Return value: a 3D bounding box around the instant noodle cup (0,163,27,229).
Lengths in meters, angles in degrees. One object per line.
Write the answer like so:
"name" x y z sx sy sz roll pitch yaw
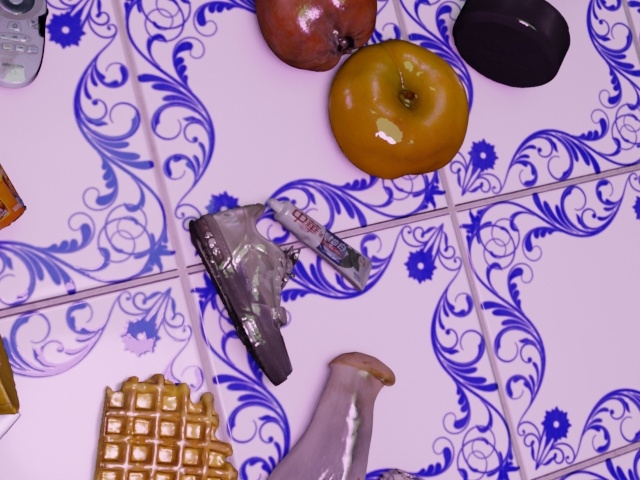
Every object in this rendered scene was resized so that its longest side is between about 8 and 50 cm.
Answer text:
"instant noodle cup" -0.532 -0.064 1.330 0.230 0.230 0.182 -39 105 -21

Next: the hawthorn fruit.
"hawthorn fruit" -0.024 -0.407 1.589 0.199 0.199 0.251 -27 75 -22

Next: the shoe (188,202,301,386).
"shoe" -0.083 0.071 1.517 0.149 0.109 0.293 -27 86 -16

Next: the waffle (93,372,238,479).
"waffle" -0.225 0.319 1.456 0.219 0.057 0.229 10 77 -19

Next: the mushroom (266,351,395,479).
"mushroom" 0.011 0.325 1.508 0.159 0.122 0.328 28 72 -23

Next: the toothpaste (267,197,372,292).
"toothpaste" 0.000 0.000 1.583 0.233 0.038 0.060 38 61 -27

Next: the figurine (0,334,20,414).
"figurine" -0.590 0.206 1.303 0.315 0.168 0.187 -19 66 -13

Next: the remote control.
"remote control" -0.470 -0.352 1.484 0.097 0.045 0.256 5 76 -20

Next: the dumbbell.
"dumbbell" 0.387 -0.457 1.727 0.204 0.204 0.322 32 72 -13

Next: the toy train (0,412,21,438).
"toy train" -0.509 0.315 1.359 0.043 0.047 0.207 42 69 -8

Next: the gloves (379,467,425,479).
"gloves" 0.139 0.432 1.562 0.153 0.070 0.114 16 77 -15

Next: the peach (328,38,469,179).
"peach" 0.131 -0.223 1.631 0.251 0.153 0.251 8 63 -15
